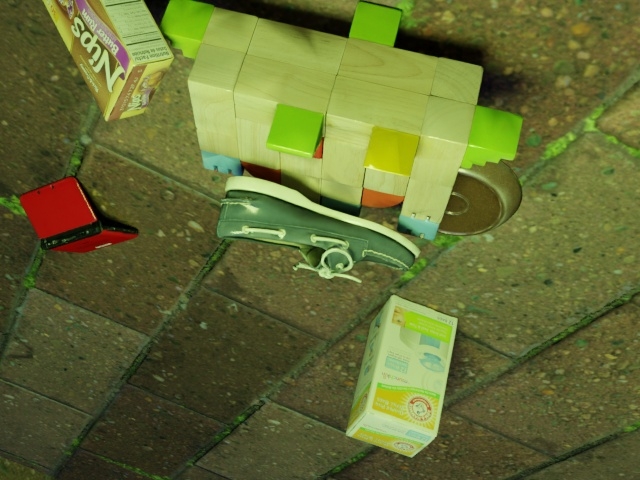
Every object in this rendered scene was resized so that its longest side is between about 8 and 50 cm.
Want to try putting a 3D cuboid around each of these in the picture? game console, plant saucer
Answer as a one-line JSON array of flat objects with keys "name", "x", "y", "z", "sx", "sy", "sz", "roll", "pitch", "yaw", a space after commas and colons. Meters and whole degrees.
[{"name": "game console", "x": -0.373, "y": -0.037, "z": 1.476, "sx": 0.144, "sy": 0.085, "sz": 0.124, "roll": -13, "pitch": 167, "yaw": 38}, {"name": "plant saucer", "x": 0.168, "y": -0.055, "z": 1.204, "sx": 0.169, "sy": 0.029, "sz": 0.168, "roll": 11, "pitch": 145, "yaw": 8}]

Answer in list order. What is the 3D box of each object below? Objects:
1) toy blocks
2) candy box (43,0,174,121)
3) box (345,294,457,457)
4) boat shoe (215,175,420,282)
[{"name": "toy blocks", "x": 0.013, "y": -0.117, "z": 1.081, "sx": 0.382, "sy": 0.190, "sz": 0.261, "roll": 14, "pitch": 157, "yaw": 4}, {"name": "candy box", "x": -0.231, "y": -0.233, "z": 1.005, "sx": 0.186, "sy": 0.053, "sz": 0.109, "roll": 62, "pitch": 144, "yaw": 11}, {"name": "box", "x": 0.123, "y": 0.205, "z": 1.436, "sx": 0.114, "sy": 0.203, "sz": 0.103, "roll": 21, "pitch": 146, "yaw": -6}, {"name": "boat shoe", "x": 0.000, "y": 0.000, "z": 1.099, "sx": 0.255, "sy": 0.079, "sz": 0.095, "roll": 20, "pitch": 167, "yaw": -29}]
